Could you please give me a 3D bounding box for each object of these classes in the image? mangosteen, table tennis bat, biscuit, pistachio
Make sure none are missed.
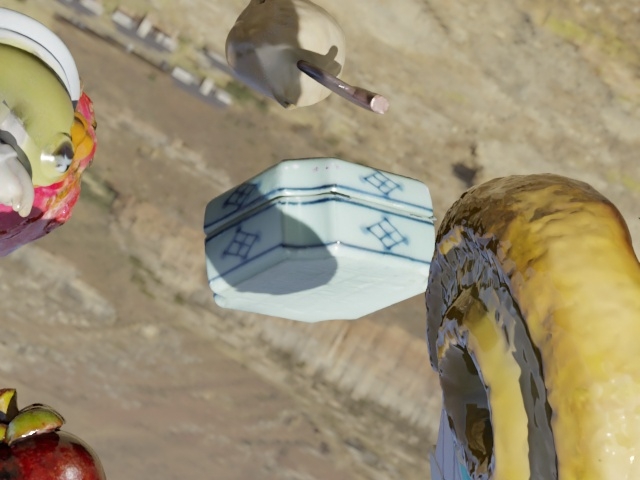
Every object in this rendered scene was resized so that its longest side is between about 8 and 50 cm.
[{"bbox_3d":[-0.329,0.261,1.430,0.200,0.200,0.200,28,171,5],"label":"mangosteen"},{"bbox_3d":[0.006,-0.130,1.490,0.107,0.119,0.170,28,-177,-29],"label":"table tennis bat"},{"bbox_3d":[0.130,0.070,0.776,0.091,0.213,0.274,-7,-145,-11],"label":"biscuit"},{"bbox_3d":[-0.040,-0.244,1.632,0.126,0.152,0.223,-10,-173,25],"label":"pistachio"}]

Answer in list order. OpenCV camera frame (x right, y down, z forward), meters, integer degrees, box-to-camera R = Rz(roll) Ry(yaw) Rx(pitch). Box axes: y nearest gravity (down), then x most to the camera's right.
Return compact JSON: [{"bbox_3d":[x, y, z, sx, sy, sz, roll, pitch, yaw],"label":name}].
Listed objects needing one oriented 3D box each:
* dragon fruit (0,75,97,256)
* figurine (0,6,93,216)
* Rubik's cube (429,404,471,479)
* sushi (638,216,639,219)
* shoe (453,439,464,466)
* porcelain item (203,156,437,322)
[{"bbox_3d":[-0.534,-0.166,1.967,0.386,0.371,0.249,39,161,-6],"label":"dragon fruit"},{"bbox_3d":[-0.326,-0.120,1.232,0.224,0.205,0.382,-5,-166,-14],"label":"figurine"},{"bbox_3d":[0.318,0.402,1.856,0.358,0.387,0.368,-1,135,-2],"label":"Rubik's cube"},{"bbox_3d":[0.427,0.016,1.290,0.226,0.103,0.097,25,127,9],"label":"sushi"},{"bbox_3d":[0.286,0.235,1.627,0.241,0.093,0.108,-4,147,1],"label":"shoe"},{"bbox_3d":[0.000,0.000,1.790,0.281,0.157,0.286,13,154,-36],"label":"porcelain item"}]
